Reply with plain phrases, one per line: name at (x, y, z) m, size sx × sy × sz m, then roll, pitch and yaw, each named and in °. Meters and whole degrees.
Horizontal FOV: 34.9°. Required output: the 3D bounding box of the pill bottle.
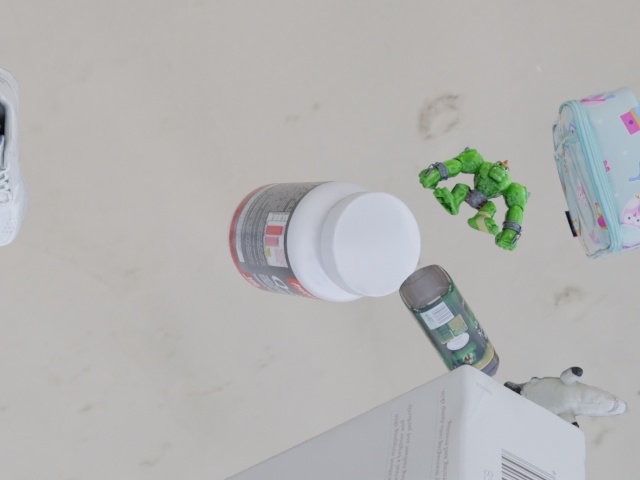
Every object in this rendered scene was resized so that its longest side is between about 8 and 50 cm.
pill bottle at (0.000, 0.000, 1.790) m, size 0.210 × 0.210 × 0.363 m, roll 4°, pitch 180°, yaw -30°

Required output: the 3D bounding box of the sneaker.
sneaker at (-0.534, -0.125, 1.642) m, size 0.111 × 0.129 × 0.297 m, roll -5°, pitch 112°, yaw -15°

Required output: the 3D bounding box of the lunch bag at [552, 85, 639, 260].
lunch bag at (0.389, -0.092, 1.395) m, size 0.108 × 0.224 × 0.279 m, roll -18°, pitch 175°, yaw 5°

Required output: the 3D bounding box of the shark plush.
shark plush at (0.277, 0.191, 1.198) m, size 0.067 × 0.073 × 0.161 m, roll 6°, pitch 165°, yaw -34°

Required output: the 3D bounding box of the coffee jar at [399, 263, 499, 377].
coffee jar at (0.193, 0.129, 1.497) m, size 0.079 × 0.096 × 0.184 m, roll -33°, pitch 121°, yaw 3°

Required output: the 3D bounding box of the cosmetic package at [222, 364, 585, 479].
cosmetic package at (0.036, 0.290, 0.893) m, size 0.156 × 0.217 × 0.385 m, roll 32°, pitch 136°, yaw -26°

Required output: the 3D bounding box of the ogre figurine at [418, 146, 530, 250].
ogre figurine at (0.273, -0.083, 1.735) m, size 0.118 × 0.197 × 0.097 m, roll -51°, pitch 157°, yaw -23°
